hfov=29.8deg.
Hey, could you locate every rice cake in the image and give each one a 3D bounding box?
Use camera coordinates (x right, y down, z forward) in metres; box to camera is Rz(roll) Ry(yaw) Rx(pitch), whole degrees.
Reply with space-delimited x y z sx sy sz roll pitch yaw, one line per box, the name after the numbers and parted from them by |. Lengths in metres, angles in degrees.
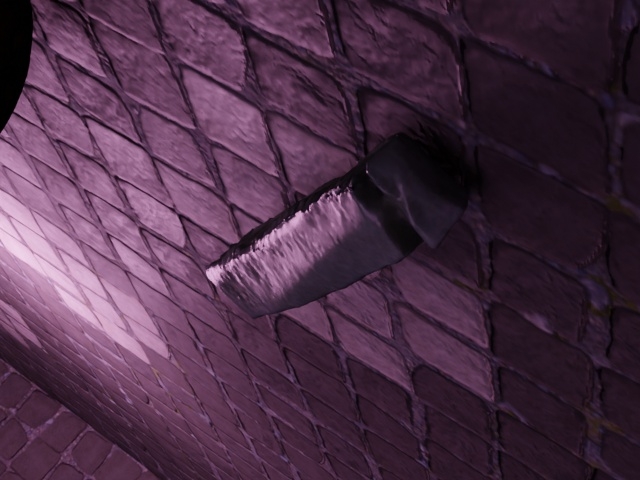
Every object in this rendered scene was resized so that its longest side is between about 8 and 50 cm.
0.000 0.000 0.798 0.066 0.063 0.336 44 160 -8 | rice cake

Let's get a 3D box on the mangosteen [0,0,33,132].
-0.339 -0.135 0.774 0.311 0.311 0.311 35 159 16 | mangosteen
